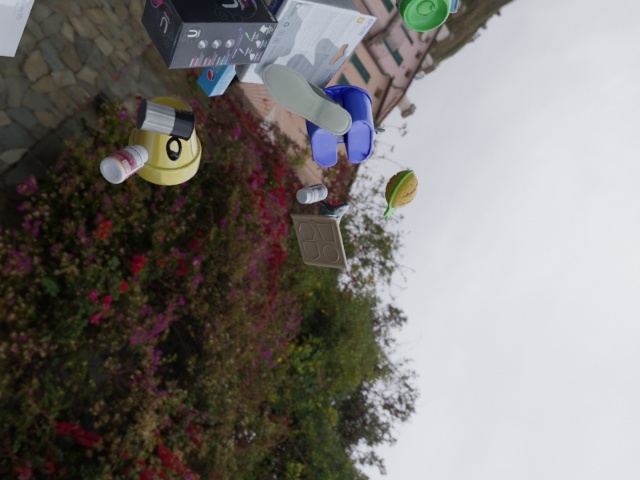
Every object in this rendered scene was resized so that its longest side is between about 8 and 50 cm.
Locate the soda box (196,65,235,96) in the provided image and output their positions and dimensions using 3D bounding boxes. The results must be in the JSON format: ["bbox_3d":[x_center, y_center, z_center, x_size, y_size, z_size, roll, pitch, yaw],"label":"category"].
[{"bbox_3d":[-0.314,-0.566,1.638,0.210,0.071,0.067,-42,174,38],"label":"soda box"}]

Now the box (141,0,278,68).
[{"bbox_3d":[-0.268,-0.536,1.240,0.270,0.165,0.143,-21,163,-39],"label":"box"}]

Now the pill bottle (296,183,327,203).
[{"bbox_3d":[-0.040,-0.210,2.290,0.078,0.078,0.137,-15,-177,43],"label":"pill bottle"}]

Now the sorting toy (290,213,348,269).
[{"bbox_3d":[0.000,0.000,1.723,0.193,0.208,0.038,5,-147,38],"label":"sorting toy"}]

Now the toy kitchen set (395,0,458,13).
[{"bbox_3d":[0.309,-0.674,1.425,0.207,0.122,0.166,-7,-131,-5],"label":"toy kitchen set"}]

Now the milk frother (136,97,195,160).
[{"bbox_3d":[-0.432,-0.297,1.380,0.129,0.134,0.143,18,-83,55],"label":"milk frother"}]

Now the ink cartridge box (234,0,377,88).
[{"bbox_3d":[-0.048,-0.594,1.521,0.330,0.072,0.324,-10,158,-39],"label":"ink cartridge box"}]

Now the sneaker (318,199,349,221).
[{"bbox_3d":[0.041,-0.071,1.776,0.262,0.104,0.125,118,-22,-86],"label":"sneaker"}]

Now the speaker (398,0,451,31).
[{"bbox_3d":[0.244,-0.655,1.231,0.131,0.131,0.297,-21,-123,36],"label":"speaker"}]

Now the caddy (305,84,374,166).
[{"bbox_3d":[0.068,-0.413,1.806,0.241,0.341,0.179,-8,-112,-1],"label":"caddy"}]

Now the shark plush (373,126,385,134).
[{"bbox_3d":[0.221,-0.522,2.336,0.067,0.161,0.073,115,-5,-45],"label":"shark plush"}]

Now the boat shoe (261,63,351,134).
[{"bbox_3d":[-0.042,-0.422,1.532,0.109,0.305,0.091,-55,-174,12],"label":"boat shoe"}]

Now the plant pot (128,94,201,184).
[{"bbox_3d":[-0.538,-0.364,1.771,0.254,0.254,0.239,-62,-179,-38],"label":"plant pot"}]

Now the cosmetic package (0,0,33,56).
[{"bbox_3d":[-0.689,-0.471,0.948,0.224,0.138,0.224,-14,172,-43],"label":"cosmetic package"}]

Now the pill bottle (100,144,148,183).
[{"bbox_3d":[-0.617,-0.248,1.606,0.086,0.086,0.152,-25,-161,29],"label":"pill bottle"}]

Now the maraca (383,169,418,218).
[{"bbox_3d":[0.256,-0.150,1.647,0.127,0.099,0.186,-29,149,-42],"label":"maraca"}]
